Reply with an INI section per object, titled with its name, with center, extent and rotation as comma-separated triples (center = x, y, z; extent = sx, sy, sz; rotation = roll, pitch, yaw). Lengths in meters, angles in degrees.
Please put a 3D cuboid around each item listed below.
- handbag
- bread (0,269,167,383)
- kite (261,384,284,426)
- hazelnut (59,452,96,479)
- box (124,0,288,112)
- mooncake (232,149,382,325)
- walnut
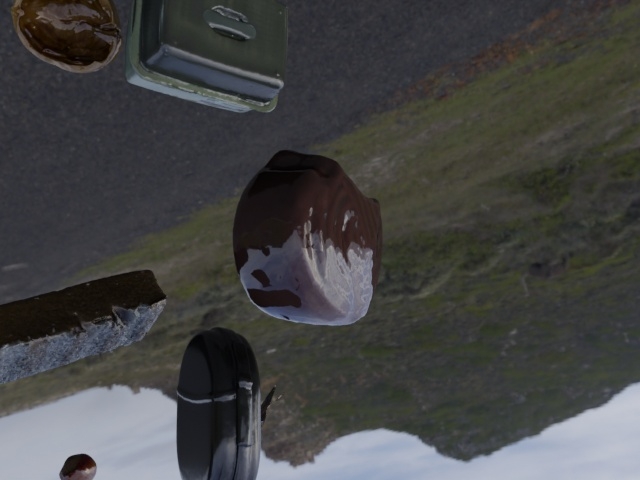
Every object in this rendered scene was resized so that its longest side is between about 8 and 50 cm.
[handbag]
center = -0.182, 0.306, 1.165
extent = 0.093, 0.308, 0.254
rotation = 4, 167, -26
[bread]
center = -0.503, 0.171, 1.243
extent = 0.417, 0.113, 0.165
rotation = -16, 155, -41
[kite]
center = -0.151, 0.426, 1.645
extent = 0.183, 0.014, 0.241
rotation = -45, -175, 19
[hazelnut]
center = -0.572, 0.547, 1.577
extent = 0.086, 0.086, 0.086
rotation = -15, 173, -2
[box]
center = -0.201, -0.358, 1.195
extent = 0.291, 0.220, 0.166
rotation = 8, 168, -35
[mooncake]
center = 0.000, 0.000, 1.178
extent = 0.174, 0.325, 0.334
rotation = 2, -142, 31
[walnut]
center = -0.452, -0.403, 1.234
extent = 0.211, 0.167, 0.087
rotation = 18, -159, 4
